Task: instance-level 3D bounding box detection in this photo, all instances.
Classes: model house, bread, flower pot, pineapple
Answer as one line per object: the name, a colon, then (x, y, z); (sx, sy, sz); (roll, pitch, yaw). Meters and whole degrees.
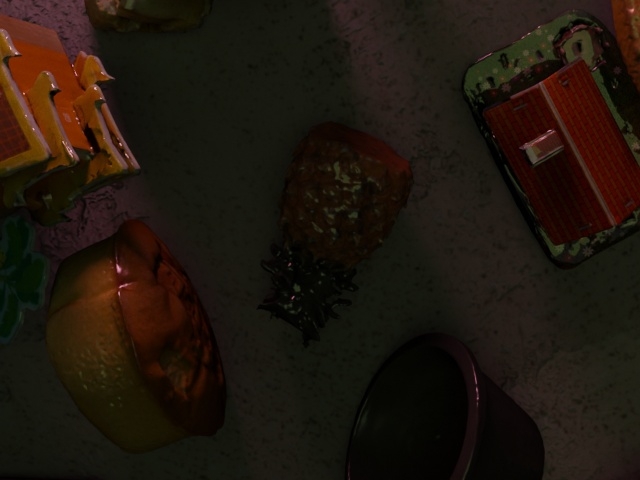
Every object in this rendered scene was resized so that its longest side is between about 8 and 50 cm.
model house: (-0.379, -0.070, 1.206); (0.313, 0.242, 0.357); (24, 97, 34)
bread: (-0.207, 0.114, 1.298); (0.148, 0.270, 0.269); (-21, 98, 10)
flower pot: (0.164, 0.261, 1.356); (0.166, 0.269, 0.269); (21, 98, -27)
pineapple: (0.000, 0.000, 1.356); (0.158, 0.158, 0.278); (24, 110, -5)
model house: (0.321, -0.119, 1.330); (0.207, 0.154, 0.293); (-29, 97, 4)
bread: (-0.207, -0.299, 1.313); (0.156, 0.110, 0.103); (-10, 92, -3)

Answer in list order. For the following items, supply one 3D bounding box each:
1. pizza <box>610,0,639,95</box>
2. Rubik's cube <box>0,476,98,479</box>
pizza: (0.448, -0.211, 1.325); (0.268, 0.087, 0.257); (16, 80, -10)
Rubik's cube: (-0.429, 0.478, 1.312); (0.316, 0.318, 0.313); (3, 99, -3)
